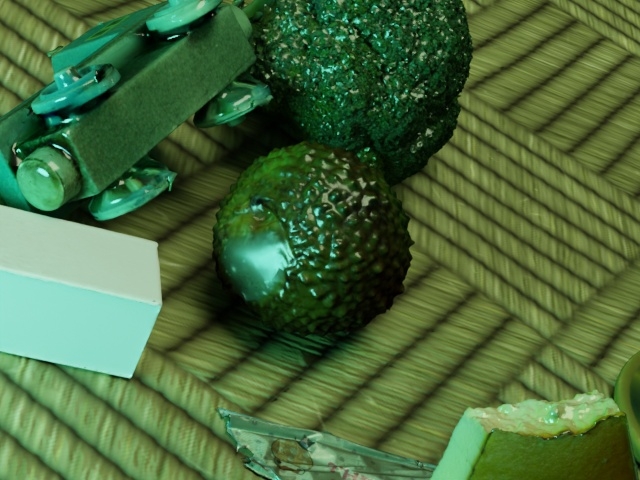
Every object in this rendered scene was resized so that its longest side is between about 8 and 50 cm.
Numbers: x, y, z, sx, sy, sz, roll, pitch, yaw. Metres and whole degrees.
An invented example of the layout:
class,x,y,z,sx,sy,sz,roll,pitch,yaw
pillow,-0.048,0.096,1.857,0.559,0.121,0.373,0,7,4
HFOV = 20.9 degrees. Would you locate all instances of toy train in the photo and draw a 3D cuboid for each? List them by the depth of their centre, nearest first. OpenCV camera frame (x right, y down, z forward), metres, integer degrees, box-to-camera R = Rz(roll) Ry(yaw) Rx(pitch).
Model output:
class,x,y,z,sx,sy,sz,roll,pitch,yaw
toy train,-0.174,-0.102,1.386,0.298,0.194,0.120,-46,117,-50

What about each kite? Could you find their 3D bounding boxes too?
class,x,y,z,sx,sy,sz,roll,pitch,yaw
kite,0.079,0.239,1.213,0.406,0.014,0.368,43,35,25

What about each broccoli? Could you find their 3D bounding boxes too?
class,x,y,z,sx,sy,sz,roll,pitch,yaw
broccoli,0.018,-0.168,1.594,0.245,0.265,0.294,5,7,40

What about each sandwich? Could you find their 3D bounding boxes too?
class,x,y,z,sx,sy,sz,roll,pitch,yaw
sandwich,0.176,0.171,1.215,0.193,0.162,0.058,11,31,-23

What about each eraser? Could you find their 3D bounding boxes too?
class,x,y,z,sx,sy,sz,roll,pitch,yaw
eraser,-0.265,0.018,1.229,0.298,0.076,0.078,13,34,-19

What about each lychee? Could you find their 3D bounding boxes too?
class,x,y,z,sx,sy,sz,roll,pitch,yaw
lychee,0.000,0.000,1.377,0.171,0.171,0.171,18,33,-12

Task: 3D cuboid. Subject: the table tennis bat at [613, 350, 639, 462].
class,x,y,z,sx,sy,sz,roll,pitch,yaw
table tennis bat,0.352,0.137,1.534,0.198,0.050,0.321,22,36,-4
